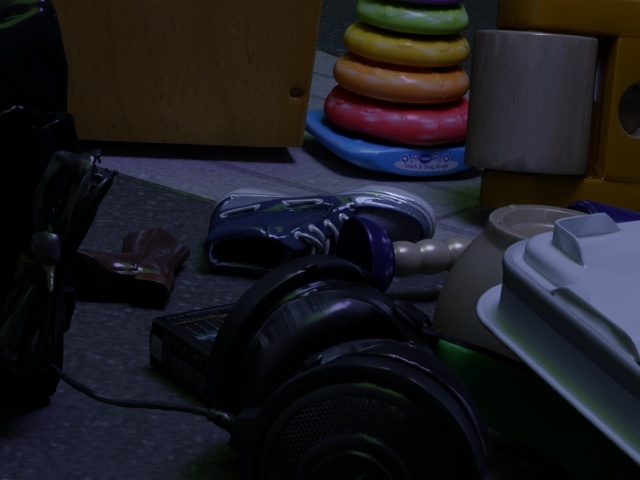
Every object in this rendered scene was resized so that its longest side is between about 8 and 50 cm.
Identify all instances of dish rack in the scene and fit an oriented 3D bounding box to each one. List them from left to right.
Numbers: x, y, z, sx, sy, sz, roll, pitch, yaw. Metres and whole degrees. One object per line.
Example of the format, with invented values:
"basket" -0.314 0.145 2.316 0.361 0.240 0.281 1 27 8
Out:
"dish rack" 0.289 0.039 0.939 0.333 0.072 0.285 -8 26 -20

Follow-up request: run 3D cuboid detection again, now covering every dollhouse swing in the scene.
"dollhouse swing" -0.201 -0.244 1.634 0.347 0.315 0.305 2 30 -12

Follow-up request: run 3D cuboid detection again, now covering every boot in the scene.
"boot" -0.159 0.012 1.232 0.106 0.037 0.114 19 21 -4
"boot" 0.000 0.000 1.294 0.190 0.069 0.086 -1 25 4

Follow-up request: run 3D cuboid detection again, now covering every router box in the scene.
"router box" -0.042 0.076 1.080 0.122 0.038 0.092 -9 24 -38

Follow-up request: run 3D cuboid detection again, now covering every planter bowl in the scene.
"planter bowl" 0.164 0.038 1.150 0.162 0.109 0.162 6 19 -2

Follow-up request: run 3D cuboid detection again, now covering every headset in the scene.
"headset" 0.018 0.073 0.880 0.394 0.185 0.243 13 16 -17

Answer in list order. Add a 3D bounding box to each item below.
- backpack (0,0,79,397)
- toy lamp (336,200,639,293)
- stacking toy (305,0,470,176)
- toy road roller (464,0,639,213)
"backpack" -0.352 -0.017 0.917 0.356 0.290 0.273 -21 37 -36
"toy lamp" 0.150 0.008 1.285 0.275 0.080 0.080 -1 20 -24
"stacking toy" 0.093 -0.227 1.607 0.175 0.301 0.166 -1 20 -24
"toy road roller" 0.257 -0.135 1.570 0.330 0.202 0.241 1 6 -30
